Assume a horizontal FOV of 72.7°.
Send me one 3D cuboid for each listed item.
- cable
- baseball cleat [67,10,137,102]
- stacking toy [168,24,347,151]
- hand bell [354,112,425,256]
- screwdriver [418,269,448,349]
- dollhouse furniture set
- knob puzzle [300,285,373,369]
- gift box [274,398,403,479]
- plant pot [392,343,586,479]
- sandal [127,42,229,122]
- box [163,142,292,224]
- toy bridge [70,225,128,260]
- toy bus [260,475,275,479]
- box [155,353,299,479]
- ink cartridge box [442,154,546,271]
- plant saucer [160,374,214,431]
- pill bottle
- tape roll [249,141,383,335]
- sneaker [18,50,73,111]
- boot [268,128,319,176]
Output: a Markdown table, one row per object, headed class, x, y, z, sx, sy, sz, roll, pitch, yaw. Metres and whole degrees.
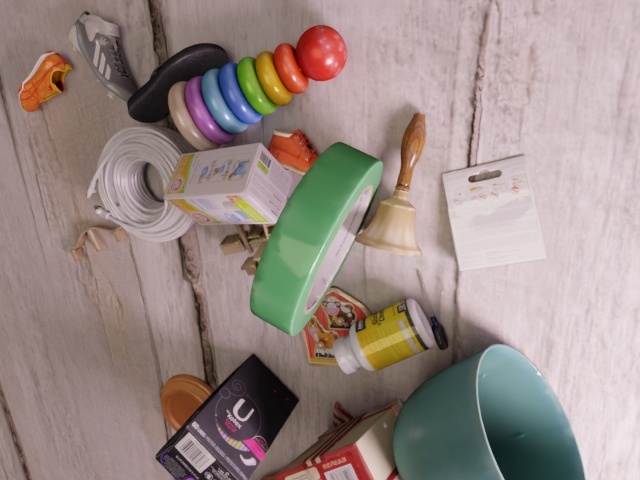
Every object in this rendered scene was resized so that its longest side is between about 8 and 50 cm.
| class | x | y | z | sx | sy | sz | roll | pitch | yaw |
| --- | --- | --- | --- | --- | --- | --- | --- | --- | --- |
| cable | -0.369 | -0.122 | 0.957 | 0.257 | 0.089 | 0.257 | 36 | 115 | 5 |
| baseball cleat | -0.439 | -0.385 | 0.906 | 0.109 | 0.072 | 0.206 | -41 | 94 | 20 |
| stacking toy | -0.106 | -0.286 | 0.794 | 0.330 | 0.141 | 0.141 | -20 | 99 | 17 |
| hand bell | 0.147 | -0.104 | 0.779 | 0.126 | 0.126 | 0.242 | 14 | 99 | 16 |
| screwdriver | 0.217 | 0.138 | 0.864 | 0.025 | 0.024 | 0.170 | -19 | 94 | 54 |
| dollhouse furniture set | -0.154 | -0.005 | 0.862 | 0.181 | 0.161 | 0.101 | -12 | 118 | 22 |
| knob puzzle | 0.036 | 0.194 | 0.941 | 0.213 | 0.030 | 0.213 | 6 | 109 | 19 |
| gift box | 0.096 | 0.475 | 0.892 | 0.255 | 0.258 | 0.277 | -30 | 75 | 28 |
| plant pot | 0.273 | 0.362 | 0.777 | 0.235 | 0.293 | 0.293 | -36 | 92 | 39 |
| sandal | -0.295 | -0.322 | 0.866 | 0.254 | 0.097 | 0.055 | -22 | 72 | 24 |
| box | -0.175 | -0.100 | 0.823 | 0.203 | 0.114 | 0.103 | 0 | 64 | 30 |
| toy bridge | -0.567 | -0.004 | 1.102 | 0.188 | 0.026 | 0.063 | -19 | 98 | 24 |
| toy bus | -0.097 | 0.650 | 1.053 | 0.108 | 0.130 | 0.332 | 52 | 135 | -2 |
| box | -0.193 | 0.409 | 0.961 | 0.165 | 0.270 | 0.143 | 45 | 116 | 2 |
| ink cartridge box | 0.302 | -0.044 | 0.769 | 0.145 | 0.045 | 0.180 | -11 | 85 | 24 |
| plant saucer | -0.350 | 0.456 | 1.166 | 0.199 | 0.037 | 0.200 | 6 | 108 | 18 |
| pill bottle | 0.121 | 0.194 | 0.854 | 0.184 | 0.103 | 0.103 | -28 | 96 | 16 |
| tape roll | 0.000 | 0.000 | 0.727 | 0.077 | 0.321 | 0.321 | 27 | 114 | 9 |
| sneaker | -0.631 | -0.349 | 0.995 | 0.175 | 0.064 | 0.067 | -37 | 102 | 29 |
| boot | -0.031 | -0.166 | 0.834 | 0.157 | 0.059 | 0.085 | 17 | 107 | 16 |
